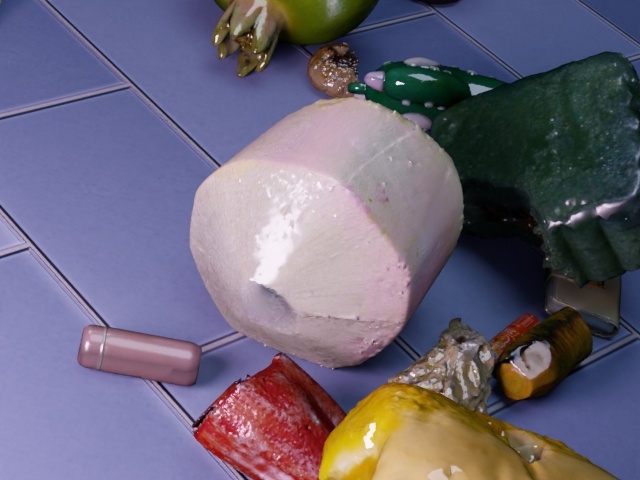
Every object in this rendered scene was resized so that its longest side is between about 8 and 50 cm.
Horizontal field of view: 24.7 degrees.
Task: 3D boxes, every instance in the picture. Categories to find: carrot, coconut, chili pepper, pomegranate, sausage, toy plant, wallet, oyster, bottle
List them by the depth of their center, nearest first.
[{"bbox_3d":[-0.007,0.240,1.625,0.252,0.136,0.144,38,-4,9],"label":"chili pepper"},{"bbox_3d":[-0.210,0.133,1.699,0.140,0.053,0.053,12,38,-9],"label":"bottle"},{"bbox_3d":[0.000,0.000,1.781,0.297,0.297,0.309,30,42,15],"label":"coconut"},{"bbox_3d":[0.156,0.177,1.786,0.133,0.072,0.209,34,42,24],"label":"oyster"},{"bbox_3d":[0.290,0.146,1.870,0.082,0.082,0.173,37,42,23],"label":"carrot"},{"bbox_3d":[0.241,0.134,1.903,0.034,0.034,0.129,36,40,22],"label":"sausage"},{"bbox_3d":[0.365,0.064,2.039,0.110,0.039,0.155,21,37,-2],"label":"wallet"},{"bbox_3d":[0.159,-0.217,2.199,0.243,0.113,0.232,8,-4,-17],"label":"toy plant"},{"bbox_3d":[-0.059,-0.403,2.327,0.309,0.216,0.359,20,67,11],"label":"pomegranate"}]

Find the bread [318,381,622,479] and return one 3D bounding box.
[{"bbox_3d":[0.170,0.300,1.365,0.394,0.361,0.250,32,51,20],"label":"bread"}]

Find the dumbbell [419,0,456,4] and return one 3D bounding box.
[{"bbox_3d":[0.214,-0.546,2.591,0.152,0.218,0.152,11,39,-9],"label":"dumbbell"}]

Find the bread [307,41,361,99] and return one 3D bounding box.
[{"bbox_3d":[0.021,-0.271,2.297,0.082,0.060,0.113,8,40,-17],"label":"bread"}]

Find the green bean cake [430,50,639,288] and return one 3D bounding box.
[{"bbox_3d":[0.316,-0.080,2.010,0.307,0.169,0.300,-15,48,20],"label":"green bean cake"}]
